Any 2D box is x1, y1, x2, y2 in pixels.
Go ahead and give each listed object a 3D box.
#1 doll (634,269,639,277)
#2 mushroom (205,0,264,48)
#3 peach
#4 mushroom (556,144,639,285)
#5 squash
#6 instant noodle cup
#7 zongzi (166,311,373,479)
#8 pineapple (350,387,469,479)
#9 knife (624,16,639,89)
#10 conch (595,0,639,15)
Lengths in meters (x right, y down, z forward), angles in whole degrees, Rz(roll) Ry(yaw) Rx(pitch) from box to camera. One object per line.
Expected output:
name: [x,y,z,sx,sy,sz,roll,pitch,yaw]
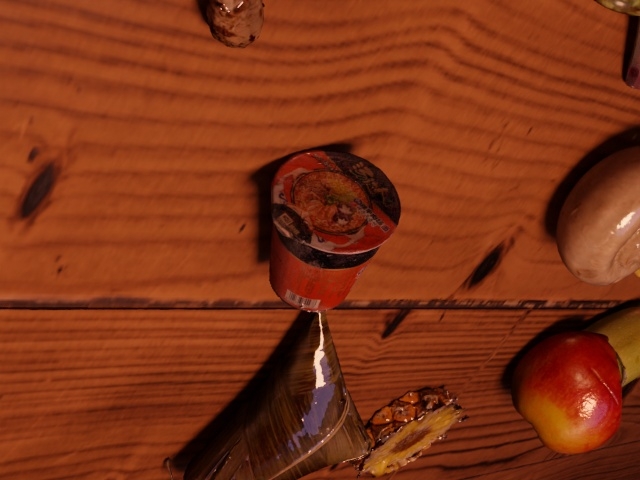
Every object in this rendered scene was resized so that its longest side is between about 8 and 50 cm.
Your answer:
doll: [0.528,-0.075,1.301,0.141,0.117,0.296,-18,129,-38]
mushroom: [-0.042,-0.207,0.618,0.227,0.148,0.217,1,147,-37]
peach: [0.412,0.244,1.500,0.192,0.190,0.190,-38,147,12]
mushroom: [0.402,-0.011,1.186,0.206,0.209,0.206,-5,150,-3]
squash: [0.533,0.173,1.590,0.187,0.123,0.123,-24,145,-24]
instant noodle cup: [0.002,0.000,0.901,0.127,0.127,0.135,-19,150,-26]
zongzi: [-0.079,0.209,1.106,0.248,0.111,0.241,-24,127,-9]
pineapple: [0.137,0.300,1.448,0.221,0.047,0.221,-24,148,-16]
knife: [0.345,-0.244,0.974,0.123,0.053,0.278,-28,145,-4]
conch: [0.292,-0.279,0.770,0.187,0.181,0.124,-17,147,11]
